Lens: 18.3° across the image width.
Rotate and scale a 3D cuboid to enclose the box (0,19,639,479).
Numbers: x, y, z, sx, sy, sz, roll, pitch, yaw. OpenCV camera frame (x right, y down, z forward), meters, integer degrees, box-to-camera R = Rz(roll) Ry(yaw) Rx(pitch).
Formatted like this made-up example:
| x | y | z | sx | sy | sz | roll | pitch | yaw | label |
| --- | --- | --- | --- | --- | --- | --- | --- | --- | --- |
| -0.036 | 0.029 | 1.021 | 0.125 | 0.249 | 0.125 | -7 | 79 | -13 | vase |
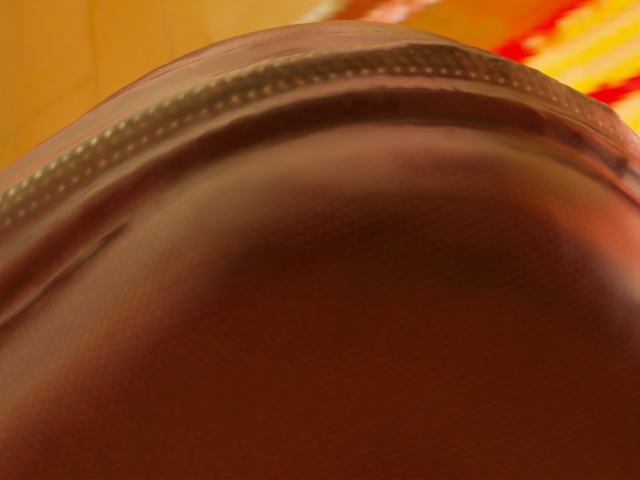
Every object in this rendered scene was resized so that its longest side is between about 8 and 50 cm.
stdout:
| x | y | z | sx | sy | sz | roll | pitch | yaw | label |
| --- | --- | --- | --- | --- | --- | --- | --- | --- | --- |
| -0.060 | 0.126 | 0.473 | 0.404 | 0.108 | 0.263 | -38 | -56 | 9 | box |
